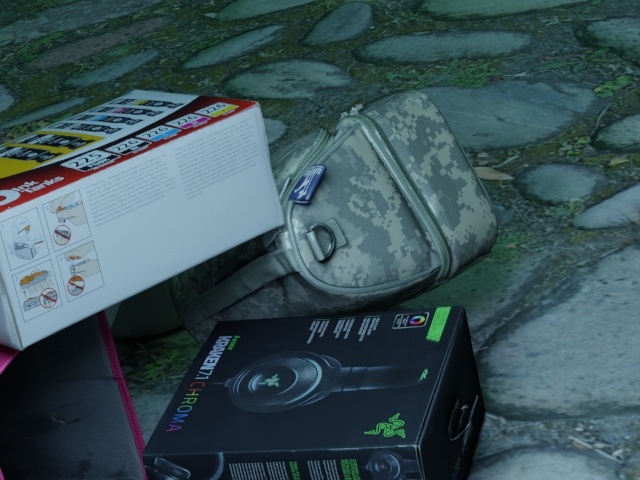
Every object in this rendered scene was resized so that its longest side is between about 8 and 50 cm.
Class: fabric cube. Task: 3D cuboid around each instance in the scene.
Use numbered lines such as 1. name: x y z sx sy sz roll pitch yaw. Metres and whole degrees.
1. fabric cube: -0.345 0.199 1.648 0.258 0.259 0.254 -5 25 19

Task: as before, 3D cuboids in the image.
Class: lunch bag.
1. lunch bag: 0.000 0.000 1.835 0.256 0.213 0.305 -30 0 -35

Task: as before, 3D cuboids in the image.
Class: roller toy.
1. roller toy: -0.215 0.014 2.102 0.209 0.146 0.191 -24 27 -23

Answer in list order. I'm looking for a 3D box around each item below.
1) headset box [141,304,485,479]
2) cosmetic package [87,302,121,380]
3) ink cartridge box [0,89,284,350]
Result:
1. headset box: 0.011 0.183 1.649 0.283 0.131 0.246 -4 27 19
2. cosmetic package: -0.280 0.072 1.946 0.099 0.060 0.239 14 79 44
3. ink cartridge box: -0.243 -0.033 1.639 0.309 0.130 0.272 -27 24 -36
